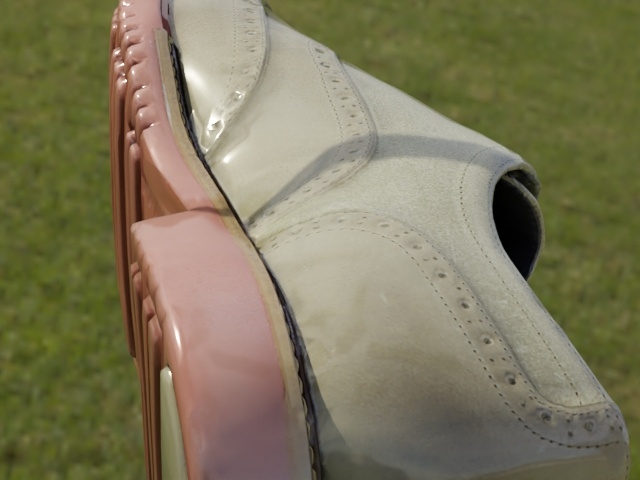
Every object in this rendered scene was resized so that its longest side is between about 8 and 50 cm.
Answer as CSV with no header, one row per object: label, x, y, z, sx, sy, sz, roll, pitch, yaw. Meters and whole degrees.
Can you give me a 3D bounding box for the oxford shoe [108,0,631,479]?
oxford shoe,0.000,0.000,0.722,0.147,0.140,0.397,-5,31,-8
